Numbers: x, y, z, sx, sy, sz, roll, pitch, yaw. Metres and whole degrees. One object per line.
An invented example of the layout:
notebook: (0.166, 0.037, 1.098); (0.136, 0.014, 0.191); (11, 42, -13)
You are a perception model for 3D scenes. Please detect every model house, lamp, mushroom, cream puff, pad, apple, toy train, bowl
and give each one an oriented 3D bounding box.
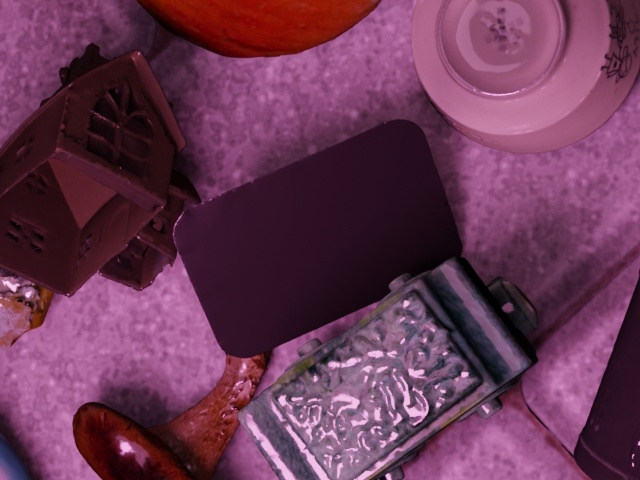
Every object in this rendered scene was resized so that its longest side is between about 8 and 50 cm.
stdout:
model house: (-0.223, -0.090, 1.805); (0.211, 0.204, 0.243); (-39, 33, 37)
lamp: (0.358, 0.144, 1.628); (0.205, 0.374, 0.272); (20, 121, 7)
mushroom: (-0.111, 0.194, 1.783); (0.227, 0.148, 0.217); (44, 79, 7)
cream puff: (-0.352, 0.034, 1.848); (0.156, 0.156, 0.121); (59, 140, 11)
pad: (0.000, 0.000, 1.750); (0.267, 0.004, 0.181); (-23, 116, -5)
apple: (-0.080, -0.322, 1.814); (0.346, 0.254, 0.179); (24, 49, 13)
toy train: (0.065, 0.133, 1.682); (0.299, 0.238, 0.167); (-37, 82, 7)
bowl: (0.189, -0.200, 1.727); (0.238, 0.126, 0.237); (1, 94, 19)

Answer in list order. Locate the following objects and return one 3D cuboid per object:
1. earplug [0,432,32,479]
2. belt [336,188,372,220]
earplug: (-0.401, 0.232, 1.813); (0.185, 0.185, 0.324); (-42, 83, 6)
belt: (-0.013, -0.007, 1.796); (0.232, 0.071, 0.053); (-38, 69, 6)
